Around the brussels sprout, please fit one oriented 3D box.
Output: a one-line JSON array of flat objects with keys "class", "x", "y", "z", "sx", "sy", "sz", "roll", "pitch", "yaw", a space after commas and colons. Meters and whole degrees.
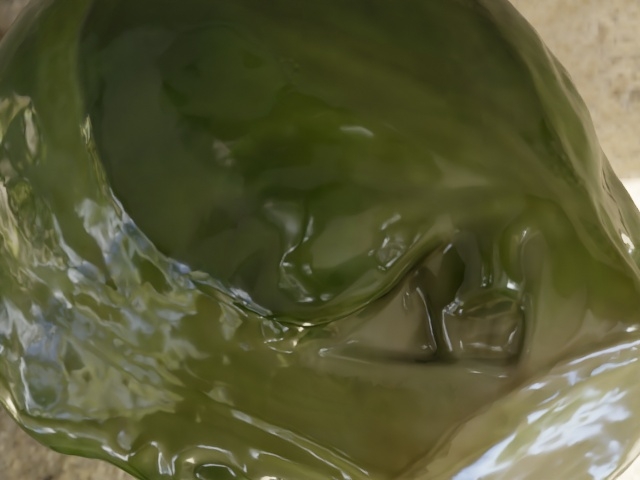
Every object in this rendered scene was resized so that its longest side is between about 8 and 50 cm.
[{"class": "brussels sprout", "x": 0.000, "y": 0.000, "z": 0.485, "sx": 0.219, "sy": 0.271, "sz": 0.210, "roll": 0, "pitch": 120, "yaw": -45}]
